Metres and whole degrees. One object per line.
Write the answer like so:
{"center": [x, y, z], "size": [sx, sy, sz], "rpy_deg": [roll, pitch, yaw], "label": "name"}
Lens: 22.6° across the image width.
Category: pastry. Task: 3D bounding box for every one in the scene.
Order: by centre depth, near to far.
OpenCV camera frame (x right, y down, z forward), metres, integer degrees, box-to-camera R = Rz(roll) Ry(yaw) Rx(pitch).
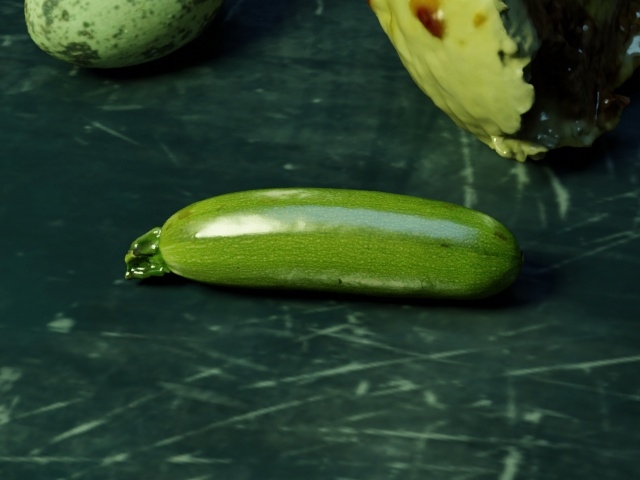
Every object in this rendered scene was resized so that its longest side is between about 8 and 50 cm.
{"center": [0.117, -0.191, 1.092], "size": [0.170, 0.237, 0.256], "rpy_deg": [-10, 34, 41], "label": "pastry"}

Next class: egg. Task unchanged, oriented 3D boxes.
{"center": [-0.144, -0.196, 1.190], "size": [0.172, 0.132, 0.132], "rpy_deg": [-39, 49, -18], "label": "egg"}

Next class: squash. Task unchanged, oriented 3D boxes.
{"center": [0.000, 0.000, 0.991], "size": [0.252, 0.066, 0.066], "rpy_deg": [3, 41, 10], "label": "squash"}
